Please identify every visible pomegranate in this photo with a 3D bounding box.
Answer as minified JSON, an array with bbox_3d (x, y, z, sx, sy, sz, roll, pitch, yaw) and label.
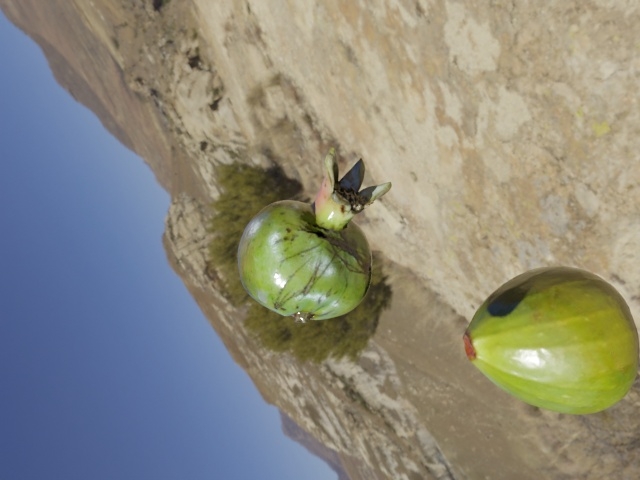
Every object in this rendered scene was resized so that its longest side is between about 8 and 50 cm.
[{"bbox_3d":[0.000,0.000,0.621,0.152,0.191,0.131,15,-152,-43],"label":"pomegranate"}]

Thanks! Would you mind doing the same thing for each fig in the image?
[{"bbox_3d":[0.444,0.199,1.117,0.316,0.316,0.316,60,174,10],"label":"fig"}]
